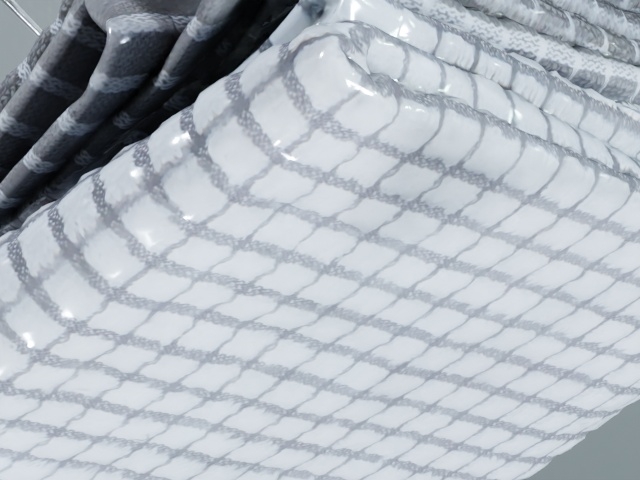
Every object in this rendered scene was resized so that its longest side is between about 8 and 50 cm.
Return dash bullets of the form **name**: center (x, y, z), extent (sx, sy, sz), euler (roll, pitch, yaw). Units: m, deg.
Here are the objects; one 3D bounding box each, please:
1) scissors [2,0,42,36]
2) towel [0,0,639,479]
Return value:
- **scissors**: center (-0.279, -0.226, 1.452), extent (0.021, 0.109, 0.297), euler (-54, 137, -13)
- **towel**: center (0.000, 0.000, 0.647), extent (0.283, 0.121, 0.235), euler (15, 136, -45)
